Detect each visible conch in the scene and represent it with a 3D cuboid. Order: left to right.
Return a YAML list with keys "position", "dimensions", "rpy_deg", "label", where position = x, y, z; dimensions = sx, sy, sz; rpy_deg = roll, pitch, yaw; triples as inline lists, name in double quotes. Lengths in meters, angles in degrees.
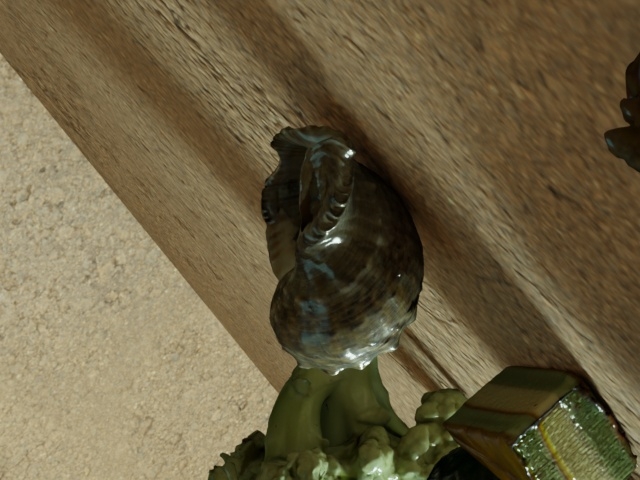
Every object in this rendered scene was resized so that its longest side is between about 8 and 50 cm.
- position: [0.000, 0.000, 1.180]
  dimensions: [0.155, 0.130, 0.207]
  rpy_deg: [25, 146, 34]
  label: "conch"

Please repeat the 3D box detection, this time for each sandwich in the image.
- position: [0.140, 0.120, 1.212]
  dimensions: [0.163, 0.079, 0.113]
  rpy_deg: [39, 166, 51]
  label: "sandwich"

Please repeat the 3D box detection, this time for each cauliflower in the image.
- position: [0.036, 0.209, 1.623]
  dimensions: [0.260, 0.327, 0.281]
  rpy_deg: [23, 114, 36]
  label: "cauliflower"

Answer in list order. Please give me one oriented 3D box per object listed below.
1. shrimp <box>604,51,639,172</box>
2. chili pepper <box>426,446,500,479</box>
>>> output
- position: [0.125, -0.048, 0.578]
  dimensions: [0.117, 0.066, 0.262]
  rpy_deg: [40, 167, 38]
  label: "shrimp"
- position: [0.211, 0.235, 1.306]
  dimensions: [0.264, 0.116, 0.148]
  rpy_deg: [42, -149, -6]
  label: "chili pepper"
